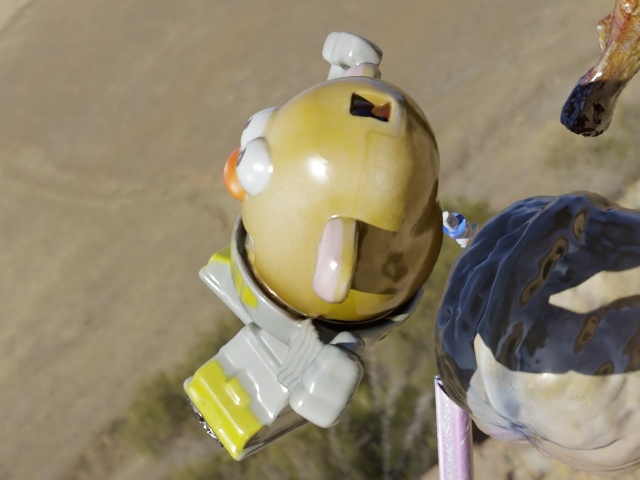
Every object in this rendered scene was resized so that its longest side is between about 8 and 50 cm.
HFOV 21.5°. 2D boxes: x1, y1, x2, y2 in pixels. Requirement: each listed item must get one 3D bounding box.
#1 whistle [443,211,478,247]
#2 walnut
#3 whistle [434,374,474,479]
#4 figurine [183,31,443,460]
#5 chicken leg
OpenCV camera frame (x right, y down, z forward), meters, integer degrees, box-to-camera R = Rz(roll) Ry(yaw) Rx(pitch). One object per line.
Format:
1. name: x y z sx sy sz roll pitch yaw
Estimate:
1. whistle: 0.156 -0.016 1.891 0.029 0.083 0.033 27 86 31
2. walnut: 0.219 0.073 1.438 0.248 0.248 0.248 -33 19 13
3. whistle: 0.126 0.210 1.558 0.033 0.176 0.033 -3 10 1
4. figurine: 0.001 -0.001 1.232 0.285 0.167 0.342 119 141 -49
5. chicken leg: 0.240 -0.227 1.313 0.177 0.322 0.083 -25 41 -4
